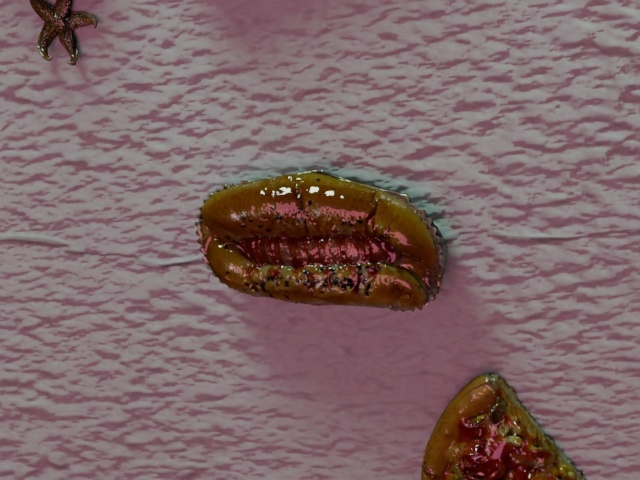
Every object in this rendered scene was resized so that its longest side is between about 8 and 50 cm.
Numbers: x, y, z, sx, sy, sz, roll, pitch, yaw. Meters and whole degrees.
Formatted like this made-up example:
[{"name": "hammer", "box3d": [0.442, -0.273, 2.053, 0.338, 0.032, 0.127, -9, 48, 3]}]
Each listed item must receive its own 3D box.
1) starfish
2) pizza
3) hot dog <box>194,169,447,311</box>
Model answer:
[{"name": "starfish", "box3d": [-0.269, -0.229, 1.951, 0.078, 0.028, 0.091, 28, 114, 1]}, {"name": "pizza", "box3d": [0.199, 0.241, 1.952, 0.193, 0.053, 0.201, 15, 114, 14]}, {"name": "hot dog", "box3d": [0.000, 0.000, 1.918, 0.268, 0.075, 0.144, 6, 115, 20]}]
